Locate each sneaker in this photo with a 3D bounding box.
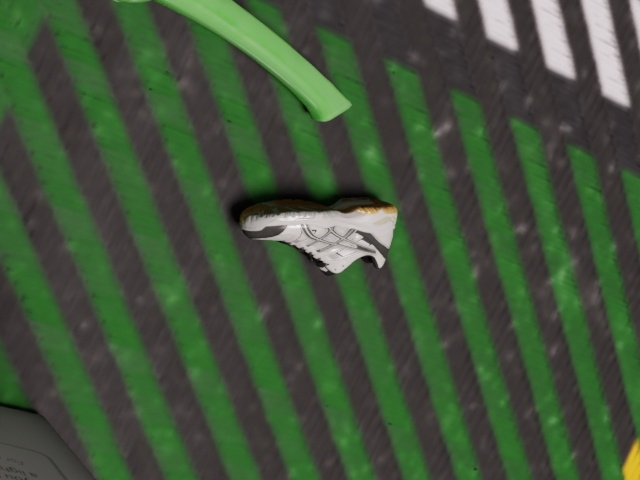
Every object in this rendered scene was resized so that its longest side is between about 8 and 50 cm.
[{"bbox_3d":[0.000,0.000,0.701,0.083,0.032,0.037,0,105,-29],"label":"sneaker"}]

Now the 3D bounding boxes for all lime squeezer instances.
[{"bbox_3d":[-0.066,-0.169,0.597,0.110,0.059,0.310,-27,116,-19],"label":"lime squeezer"}]

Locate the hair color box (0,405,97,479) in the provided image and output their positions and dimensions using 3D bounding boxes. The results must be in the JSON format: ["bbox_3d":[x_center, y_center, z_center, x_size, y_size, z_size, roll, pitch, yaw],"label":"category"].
[{"bbox_3d":[-0.130,0.155,0.472,0.185,0.374,0.113,18,96,-32],"label":"hair color box"}]
